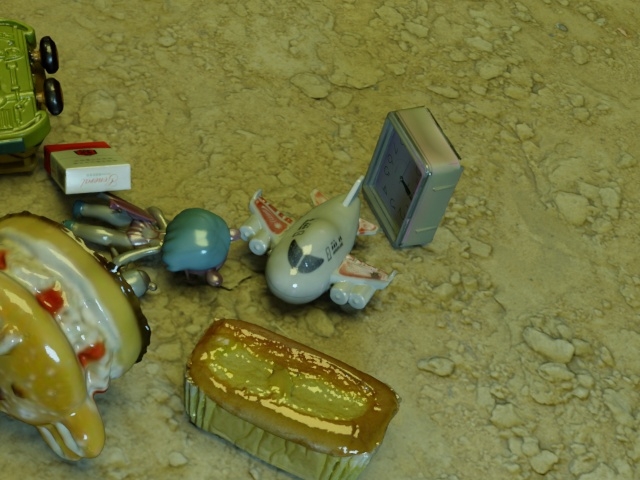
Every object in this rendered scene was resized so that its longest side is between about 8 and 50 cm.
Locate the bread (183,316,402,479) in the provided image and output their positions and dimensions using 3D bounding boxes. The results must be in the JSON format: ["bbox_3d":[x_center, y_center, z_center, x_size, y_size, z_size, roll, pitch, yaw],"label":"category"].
[{"bbox_3d":[-0.046,0.218,1.634,0.288,0.119,0.152,24,42,5],"label":"bread"}]

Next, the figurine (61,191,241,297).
[{"bbox_3d":[-0.260,0.003,1.770,0.260,0.103,0.205,14,44,8],"label":"figurine"}]

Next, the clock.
[{"bbox_3d":[0.145,-0.100,1.931,0.071,0.192,0.147,-10,53,-25],"label":"clock"}]

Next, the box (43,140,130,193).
[{"bbox_3d":[-0.358,-0.113,1.835,0.100,0.048,0.152,-4,17,-24],"label":"box"}]

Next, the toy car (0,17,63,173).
[{"bbox_3d":[-0.500,-0.218,1.863,0.200,0.142,0.248,-5,58,-10],"label":"toy car"}]

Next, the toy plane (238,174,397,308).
[{"bbox_3d":[-0.001,0.003,1.840,0.252,0.118,0.252,11,48,-12],"label":"toy plane"}]

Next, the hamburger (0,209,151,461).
[{"bbox_3d":[-0.366,0.132,1.536,0.303,0.261,0.186,56,50,-22],"label":"hamburger"}]
